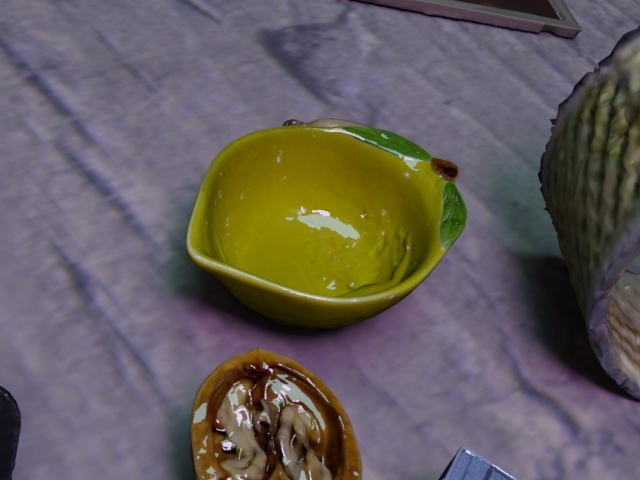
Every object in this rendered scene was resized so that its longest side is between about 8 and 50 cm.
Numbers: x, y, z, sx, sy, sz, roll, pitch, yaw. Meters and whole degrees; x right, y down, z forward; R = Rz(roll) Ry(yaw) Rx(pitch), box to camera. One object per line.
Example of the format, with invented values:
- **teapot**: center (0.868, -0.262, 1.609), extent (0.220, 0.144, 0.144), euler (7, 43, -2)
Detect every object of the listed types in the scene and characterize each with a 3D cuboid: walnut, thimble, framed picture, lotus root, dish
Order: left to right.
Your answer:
- **walnut**: center (-0.029, 0.119, 0.498), extent (0.091, 0.052, 0.121), euler (8, 45, -18)
- **dish**: center (0.000, 0.000, 0.614), extent (0.207, 0.080, 0.149), euler (-16, 57, -31)
- **lotus root**: center (0.038, -0.045, 0.694), extent (0.150, 0.062, 0.073), euler (28, 53, 5)
- **framed picture**: center (0.129, -0.307, 1.049), extent (0.289, 0.020, 0.211), euler (5, 44, -20)
- **thimble**: center (0.294, -0.018, 0.628), extent (0.271, 0.271, 0.150), euler (11, 43, -13)

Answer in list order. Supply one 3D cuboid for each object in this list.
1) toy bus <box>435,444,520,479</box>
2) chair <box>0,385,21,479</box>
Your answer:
- **toy bus**: center (0.048, 0.180, 0.449), extent (0.064, 0.075, 0.190), euler (33, 41, 10)
- **chair**: center (-0.251, 0.074, 0.386), extent (0.221, 0.140, 0.145), euler (5, 33, -30)
